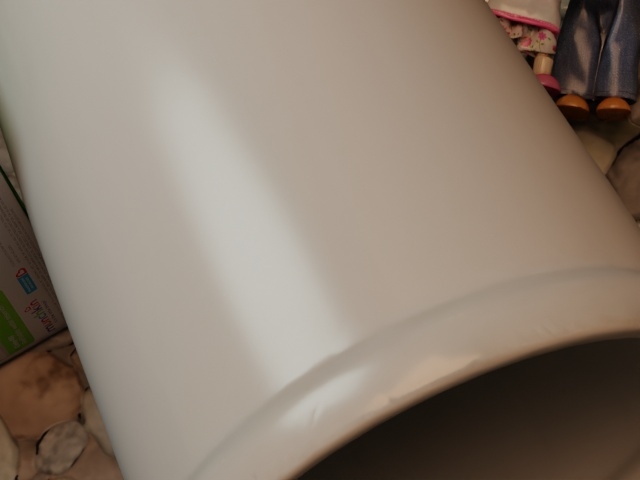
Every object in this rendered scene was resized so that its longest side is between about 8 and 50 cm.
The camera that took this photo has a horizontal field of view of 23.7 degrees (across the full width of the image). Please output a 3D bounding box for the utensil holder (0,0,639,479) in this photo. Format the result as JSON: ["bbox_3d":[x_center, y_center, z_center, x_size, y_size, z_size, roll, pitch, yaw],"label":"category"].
[{"bbox_3d":[0.000,0.000,0.890,0.327,0.328,0.385,-24,59,-5],"label":"utensil holder"}]

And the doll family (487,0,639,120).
[{"bbox_3d":[0.230,-0.161,1.065,0.263,0.118,0.163,10,81,8],"label":"doll family"}]

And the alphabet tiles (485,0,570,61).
[{"bbox_3d":[0.118,-0.250,1.184,0.278,0.021,0.284,10,63,13],"label":"alphabet tiles"}]

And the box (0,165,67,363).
[{"bbox_3d":[-0.304,0.007,0.966,0.231,0.262,0.127,-30,60,-8],"label":"box"}]
